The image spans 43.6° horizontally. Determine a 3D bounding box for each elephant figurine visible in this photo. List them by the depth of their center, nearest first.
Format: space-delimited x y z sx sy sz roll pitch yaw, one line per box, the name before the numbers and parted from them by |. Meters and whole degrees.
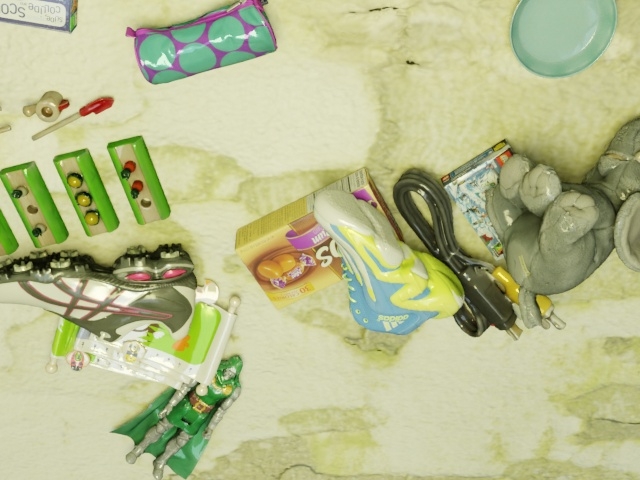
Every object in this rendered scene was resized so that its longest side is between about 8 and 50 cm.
elephant figurine | 0.329 -0.036 0.929 0.239 0.169 0.186 -11 147 -24

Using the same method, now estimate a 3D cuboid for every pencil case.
pencil case | -0.125 -0.217 0.862 0.152 0.064 0.070 -16 136 6

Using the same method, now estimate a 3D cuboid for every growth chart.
growth chart | -0.234 0.117 1.062 0.237 0.021 0.172 12 104 -5

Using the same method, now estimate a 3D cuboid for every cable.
cable | 0.185 0.025 1.034 0.287 0.072 0.139 51 149 -10

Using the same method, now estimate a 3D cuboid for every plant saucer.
plant saucer | 0.268 -0.241 0.892 0.119 0.021 0.119 -1 122 -2

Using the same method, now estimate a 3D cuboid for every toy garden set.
toy garden set | -0.328 -0.082 0.941 0.244 0.049 0.203 -13 121 5

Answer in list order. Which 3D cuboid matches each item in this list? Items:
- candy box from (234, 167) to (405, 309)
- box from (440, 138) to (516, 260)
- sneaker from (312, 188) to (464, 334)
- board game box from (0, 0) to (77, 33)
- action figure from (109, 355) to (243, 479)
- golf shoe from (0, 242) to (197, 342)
candy box | 0.000 0.000 1.005 0.187 0.053 0.109 -25 119 13
box | 0.226 -0.048 1.002 0.094 0.027 0.137 -31 118 16
sneaker | 0.058 0.044 0.953 0.240 0.091 0.126 37 113 -24
board game box | -0.352 -0.297 0.820 0.201 0.035 0.136 8 120 -8
action figure | -0.185 0.244 1.140 0.137 0.063 0.232 34 110 -17
golf shoe | -0.289 0.072 0.985 0.273 0.105 0.120 -2 102 -3
